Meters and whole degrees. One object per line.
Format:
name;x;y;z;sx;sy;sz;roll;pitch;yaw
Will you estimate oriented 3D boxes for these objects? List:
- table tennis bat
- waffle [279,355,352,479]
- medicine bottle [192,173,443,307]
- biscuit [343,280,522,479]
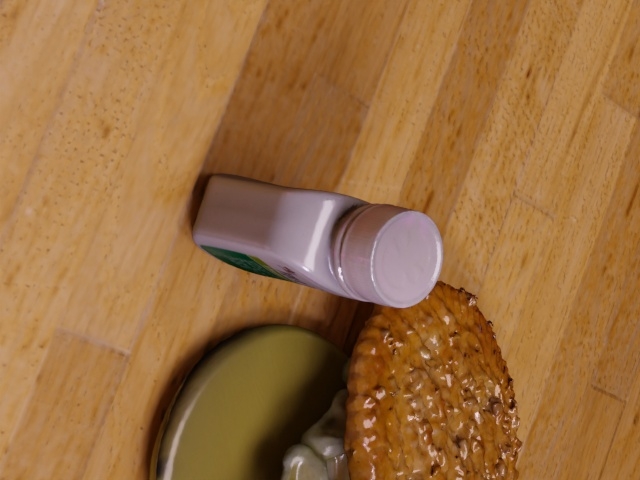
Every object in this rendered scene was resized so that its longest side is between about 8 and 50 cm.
table tennis bat;-0.028;0.244;1.017;0.224;0.054;0.368;-21;107;-41
waffle;0.051;0.253;1.030;0.291;0.056;0.309;-58;133;-35
medicine bottle;0.000;0.000;0.909;0.119;0.183;0.069;24;81;-39
biscuit;0.096;0.153;1.019;0.254;0.035;0.253;14;73;-55
